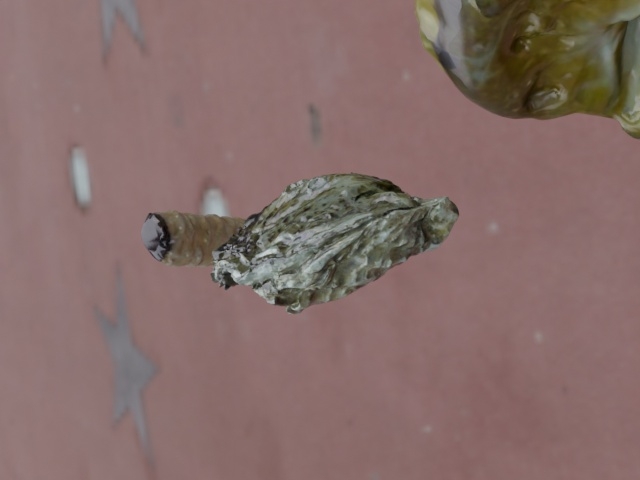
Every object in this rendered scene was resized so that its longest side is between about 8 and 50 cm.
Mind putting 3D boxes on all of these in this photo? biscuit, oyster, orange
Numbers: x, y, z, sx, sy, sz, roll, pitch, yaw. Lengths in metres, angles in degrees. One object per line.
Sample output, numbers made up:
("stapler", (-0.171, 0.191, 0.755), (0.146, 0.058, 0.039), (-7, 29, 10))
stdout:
("biscuit", (-0.081, 0.004, 1.777), (0.055, 0.219, 0.061), (-59, 46, 32))
("oyster", (0.000, 0.000, 1.161), (0.177, 0.125, 0.064), (6, 140, 52))
("orange", (0.247, -0.214, 1.337), (0.271, 0.368, 0.210), (113, 163, -45))
